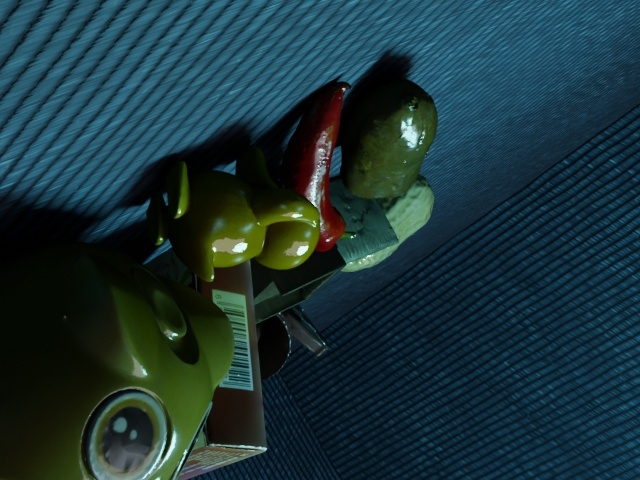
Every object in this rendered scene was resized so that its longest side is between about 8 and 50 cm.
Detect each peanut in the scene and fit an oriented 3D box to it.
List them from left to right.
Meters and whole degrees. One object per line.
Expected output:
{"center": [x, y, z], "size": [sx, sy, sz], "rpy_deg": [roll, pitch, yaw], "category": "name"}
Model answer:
{"center": [0.123, -0.038, 2.318], "size": [0.313, 0.152, 0.152], "rpy_deg": [-43, 175, -25], "category": "peanut"}

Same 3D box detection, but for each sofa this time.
{"center": [0.000, 0.000, 2.113], "size": [0.210, 0.176, 0.225], "rpy_deg": [-20, 165, -47], "category": "sofa"}

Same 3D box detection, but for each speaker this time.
{"center": [-0.095, 0.146, 2.133], "size": [0.329, 0.259, 0.198], "rpy_deg": [-63, 173, -64], "category": "speaker"}

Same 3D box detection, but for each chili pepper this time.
{"center": [0.001, -0.084, 1.656], "size": [0.137, 0.092, 0.368], "rpy_deg": [-25, 147, -15], "category": "chili pepper"}

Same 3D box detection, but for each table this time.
{"center": [-0.086, 0.020, 1.912], "size": [0.172, 0.193, 0.169], "rpy_deg": [-23, 167, -36], "category": "table"}

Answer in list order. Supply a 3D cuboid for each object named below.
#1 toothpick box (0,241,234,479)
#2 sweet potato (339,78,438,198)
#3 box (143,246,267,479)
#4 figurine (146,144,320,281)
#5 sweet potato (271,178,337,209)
{"center": [-0.359, 0.214, 1.449], "size": [0.425, 0.409, 0.409], "rpy_deg": [-37, 169, 12], "category": "toothpick box"}
{"center": [0.116, -0.176, 1.725], "size": [0.158, 0.157, 0.369], "rpy_deg": [-28, 162, -18], "category": "sweet potato"}
{"center": [-0.265, 0.223, 1.757], "size": [0.122, 0.344, 0.385], "rpy_deg": [14, 150, -39], "category": "box"}
{"center": [-0.125, -0.032, 1.545], "size": [0.228, 0.215, 0.215], "rpy_deg": [-22, 167, -33], "category": "figurine"}
{"center": [-0.095, -0.054, 1.762], "size": [0.359, 0.112, 0.112], "rpy_deg": [-1, 151, -46], "category": "sweet potato"}
